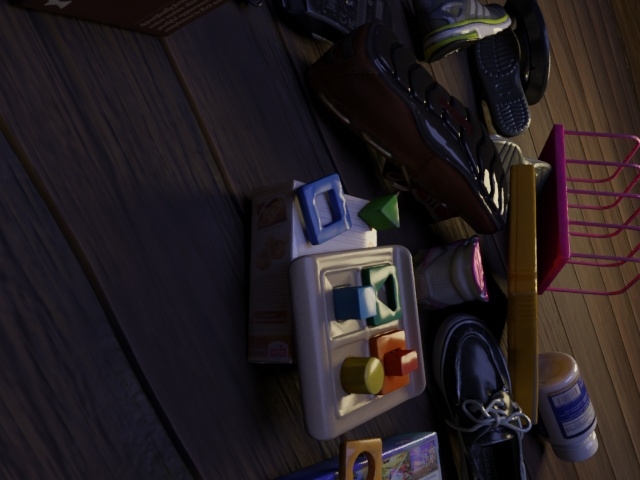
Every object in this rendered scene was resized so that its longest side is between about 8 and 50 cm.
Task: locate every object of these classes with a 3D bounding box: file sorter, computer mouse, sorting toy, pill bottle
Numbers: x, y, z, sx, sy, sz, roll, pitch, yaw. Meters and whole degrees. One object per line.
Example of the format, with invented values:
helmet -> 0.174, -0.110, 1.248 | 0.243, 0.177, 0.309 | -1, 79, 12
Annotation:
file sorter -> 0.541, -0.052, 1.313 | 0.202, 0.182, 0.291 | 83, 12, -66
computer mouse -> -0.012, -0.349, 0.849 | 0.262, 0.060, 0.184 | 7, 78, -39
sorting toy -> 0.055, 0.100, 0.686 | 0.196, 0.047, 0.348 | -5, 89, -50
pill bottle -> 0.446, 0.312, 1.209 | 0.112, 0.112, 0.187 | -46, 117, -48

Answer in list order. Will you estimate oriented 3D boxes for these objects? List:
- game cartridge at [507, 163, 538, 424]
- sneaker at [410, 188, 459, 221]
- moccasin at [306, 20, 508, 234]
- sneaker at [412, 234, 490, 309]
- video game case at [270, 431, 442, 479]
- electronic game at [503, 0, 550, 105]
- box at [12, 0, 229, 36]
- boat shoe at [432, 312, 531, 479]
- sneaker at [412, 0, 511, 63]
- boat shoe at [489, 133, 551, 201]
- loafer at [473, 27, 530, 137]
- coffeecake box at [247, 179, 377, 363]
game cartridge -> 0.325, 0.087, 1.053 | 0.285, 0.052, 0.324 | -71, 152, -47
sneaker -> 0.189, -0.073, 1.019 | 0.118, 0.067, 0.042 | 42, 51, -40
moccasin -> 0.134, -0.128, 0.908 | 0.380, 0.147, 0.139 | 33, 50, -34
sneaker -> 0.185, 0.047, 0.957 | 0.252, 0.111, 0.103 | 15, 65, -74
video game case -> 0.061, 0.364, 0.732 | 0.269, 0.061, 0.244 | 5, 77, -52
electronic game -> 0.417, -0.392, 1.338 | 0.229, 0.048, 0.229 | 169, -90, -89
box -> -0.159, -0.310, 0.548 | 0.167, 0.168, 0.203 | -8, 87, -54
boat shoe -> 0.236, 0.259, 0.932 | 0.105, 0.113, 0.306 | -177, -98, -82
sneaker -> 0.258, -0.413, 1.180 | 0.300, 0.111, 0.121 | -36, 105, -53
boat shoe -> 0.314, -0.132, 1.185 | 0.320, 0.103, 0.118 | 1, 115, -49
loafer -> 0.357, -0.317, 1.311 | 0.087, 0.094, 0.251 | 72, 13, -77
coffeecake box -> -0.005, 0.041, 0.717 | 0.142, 0.068, 0.185 | 11, 76, -47
